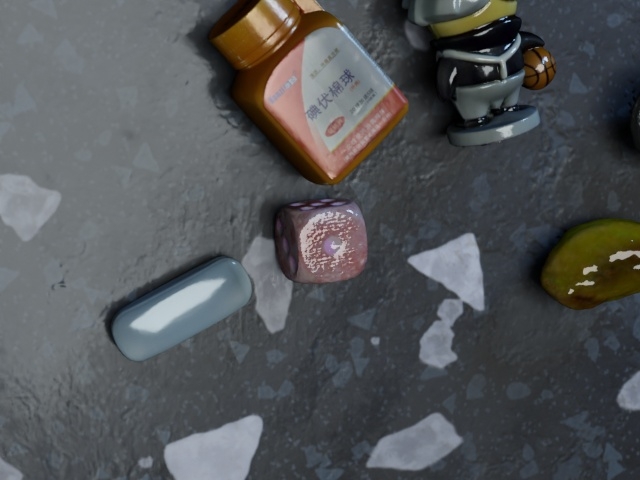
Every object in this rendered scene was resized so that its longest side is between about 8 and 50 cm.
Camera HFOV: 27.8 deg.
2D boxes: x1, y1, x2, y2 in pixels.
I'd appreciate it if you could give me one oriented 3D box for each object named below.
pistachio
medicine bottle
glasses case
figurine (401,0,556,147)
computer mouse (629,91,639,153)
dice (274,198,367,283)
[{"bbox_3d":[0.372,0.027,1.707,0.189,0.100,0.110,-17,81,-8],"label":"pistachio"},{"bbox_3d":[-0.022,-0.189,1.521,0.149,0.112,0.222,-46,110,-8],"label":"medicine bottle"},{"bbox_3d":[-0.166,0.081,1.544,0.178,0.045,0.067,-29,107,-14],"label":"glasses case"},{"bbox_3d":[0.200,-0.248,1.585,0.176,0.133,0.236,-24,108,-24],"label":"figurine"},{"bbox_3d":[0.523,-0.179,1.726,0.264,0.088,0.147,1,111,-13],"label":"computer mouse"},{"bbox_3d":[0.000,0.000,1.568,0.094,0.091,0.093,-7,100,-18],"label":"dice"}]
